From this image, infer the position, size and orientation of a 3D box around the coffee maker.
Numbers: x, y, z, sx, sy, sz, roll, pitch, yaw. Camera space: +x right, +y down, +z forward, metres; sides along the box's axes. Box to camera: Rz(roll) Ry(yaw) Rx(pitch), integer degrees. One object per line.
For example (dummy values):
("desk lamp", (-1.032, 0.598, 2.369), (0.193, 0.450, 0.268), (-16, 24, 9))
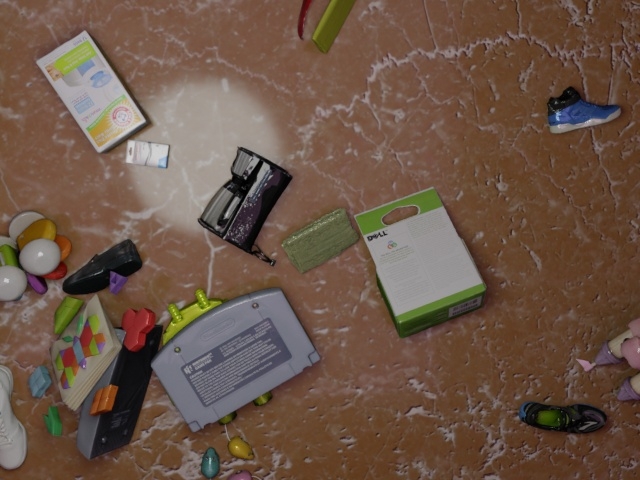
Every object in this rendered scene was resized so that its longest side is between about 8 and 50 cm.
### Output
("coffee maker", (-0.130, -0.073, 1.674), (0.171, 0.120, 0.178), (30, 94, -33))

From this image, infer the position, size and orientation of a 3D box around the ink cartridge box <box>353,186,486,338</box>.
("ink cartridge box", (0.200, 0.042, 1.727), (0.188, 0.097, 0.255), (-20, 63, -3))

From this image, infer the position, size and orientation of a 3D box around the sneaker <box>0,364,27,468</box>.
("sneaker", (-0.635, 0.357, 1.664), (0.080, 0.094, 0.212), (-11, 97, -6))

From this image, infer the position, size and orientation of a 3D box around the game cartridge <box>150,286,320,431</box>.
("game cartridge", (-0.172, 0.224, 1.665), (0.294, 0.060, 0.196), (-29, 105, -3))

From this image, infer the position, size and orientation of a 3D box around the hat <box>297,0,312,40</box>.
("hat", (-0.040, -0.559, 1.668), (0.173, 0.183, 0.209), (29, 51, -15))

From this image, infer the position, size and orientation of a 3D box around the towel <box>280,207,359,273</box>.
("towel", (0.000, 0.000, 1.702), (0.148, 0.027, 0.110), (-30, 137, -1))

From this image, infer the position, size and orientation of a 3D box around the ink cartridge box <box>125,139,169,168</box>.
("ink cartridge box", (-0.343, -0.171, 1.672), (0.083, 0.028, 0.048), (7, 95, -6))

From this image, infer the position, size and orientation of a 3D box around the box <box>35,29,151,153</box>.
("box", (-0.427, -0.279, 1.615), (0.114, 0.103, 0.203), (-33, 98, -1))

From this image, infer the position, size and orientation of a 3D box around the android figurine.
("android figurine", (-0.212, 0.231, 1.716), (0.248, 0.056, 0.273), (-26, 99, -3))

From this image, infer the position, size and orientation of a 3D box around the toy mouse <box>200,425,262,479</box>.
("toy mouse", (-0.195, 0.479, 1.753), (0.143, 0.031, 0.161), (-44, 98, 0))

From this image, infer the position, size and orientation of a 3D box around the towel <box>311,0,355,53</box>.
("towel", (0.049, -0.484, 1.648), (0.021, 0.102, 0.237), (29, 93, 15))

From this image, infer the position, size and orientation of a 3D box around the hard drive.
("hard drive", (-0.393, 0.285, 1.650), (0.054, 0.172, 0.255), (18, 93, 16))

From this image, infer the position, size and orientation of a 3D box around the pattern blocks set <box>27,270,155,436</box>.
("pattern blocks set", (-0.446, 0.208, 1.595), (0.026, 0.285, 0.325), (22, 103, -45))

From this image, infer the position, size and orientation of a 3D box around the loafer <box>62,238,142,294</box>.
("loafer", (-0.435, 0.055, 1.680), (0.170, 0.062, 0.061), (-23, 59, 3))

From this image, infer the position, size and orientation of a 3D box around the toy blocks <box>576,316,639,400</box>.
("toy blocks", (0.733, 0.272, 1.764), (0.288, 0.309, 0.260), (45, 123, 3))

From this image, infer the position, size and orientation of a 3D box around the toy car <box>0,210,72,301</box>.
("toy car", (-0.561, 0.045, 1.629), (0.182, 0.159, 0.136), (-38, 135, -1))

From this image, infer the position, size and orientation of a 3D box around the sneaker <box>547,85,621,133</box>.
("sneaker", (0.540, -0.278, 1.739), (0.152, 0.058, 0.085), (-13, 106, 2))

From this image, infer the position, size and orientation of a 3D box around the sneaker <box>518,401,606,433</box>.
("sneaker", (0.517, 0.382, 1.794), (0.188, 0.078, 0.067), (6, 95, -7))
